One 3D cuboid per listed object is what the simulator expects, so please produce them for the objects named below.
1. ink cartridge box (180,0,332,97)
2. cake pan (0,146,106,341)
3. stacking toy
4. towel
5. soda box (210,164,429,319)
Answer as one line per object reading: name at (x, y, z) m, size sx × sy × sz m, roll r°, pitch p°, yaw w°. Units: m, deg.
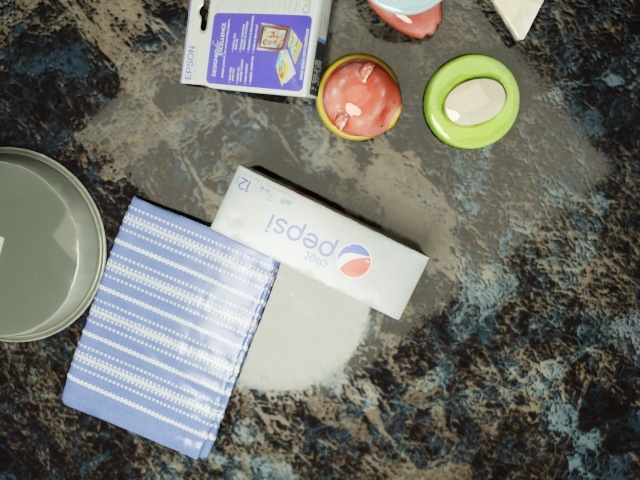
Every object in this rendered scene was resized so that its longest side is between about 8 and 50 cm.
ink cartridge box at (-0.086, -0.304, 0.923) m, size 0.208 × 0.045 × 0.207 m, roll 12°, pitch 97°, yaw 25°
cake pan at (-0.463, 0.011, 0.988) m, size 0.292 × 0.054 × 0.294 m, roll 0°, pitch 96°, yaw 4°
stacking toy at (0.149, -0.257, 0.875) m, size 0.279 × 0.130 × 0.309 m, roll 15°, pitch 103°, yaw 1°
towel at (-0.222, 0.134, 1.003) m, size 0.243 × 0.040 × 0.336 m, roll 22°, pitch 95°, yaw 3°
soda box at (0.000, 0.000, 0.942) m, size 0.286 × 0.091 × 0.098 m, roll 25°, pitch 96°, yaw 0°
